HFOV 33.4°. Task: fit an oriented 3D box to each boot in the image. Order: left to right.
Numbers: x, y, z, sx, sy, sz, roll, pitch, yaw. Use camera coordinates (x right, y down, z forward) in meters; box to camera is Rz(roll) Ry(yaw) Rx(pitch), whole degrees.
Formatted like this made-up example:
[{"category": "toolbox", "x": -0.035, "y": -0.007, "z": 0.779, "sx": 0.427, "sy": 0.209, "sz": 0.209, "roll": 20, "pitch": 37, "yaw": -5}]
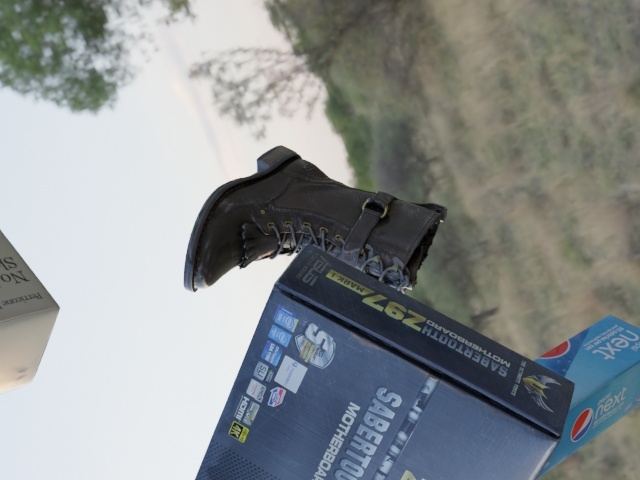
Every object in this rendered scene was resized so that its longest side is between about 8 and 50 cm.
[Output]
[{"category": "boot", "x": 0.000, "y": 0.000, "z": 1.171, "sx": 0.263, "sy": 0.229, "sz": 0.091, "roll": -50, "pitch": -23, "yaw": -39}]

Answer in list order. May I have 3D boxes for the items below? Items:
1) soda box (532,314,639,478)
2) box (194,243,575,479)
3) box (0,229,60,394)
[{"category": "soda box", "x": 0.246, "y": 0.147, "z": 1.037, "sx": 0.071, "sy": 0.210, "sz": 0.067, "roll": 29, "pitch": 127, "yaw": 39}, {"category": "box", "x": 0.025, "y": 0.141, "z": 0.671, "sx": 0.059, "sy": 0.183, "sz": 0.232, "roll": -53, "pitch": -11, "yaw": -56}, {"category": "box", "x": -0.324, "y": 0.000, "z": 0.815, "sx": 0.275, "sy": 0.094, "sz": 0.113, "roll": 45, "pitch": -143, "yaw": 22}]
